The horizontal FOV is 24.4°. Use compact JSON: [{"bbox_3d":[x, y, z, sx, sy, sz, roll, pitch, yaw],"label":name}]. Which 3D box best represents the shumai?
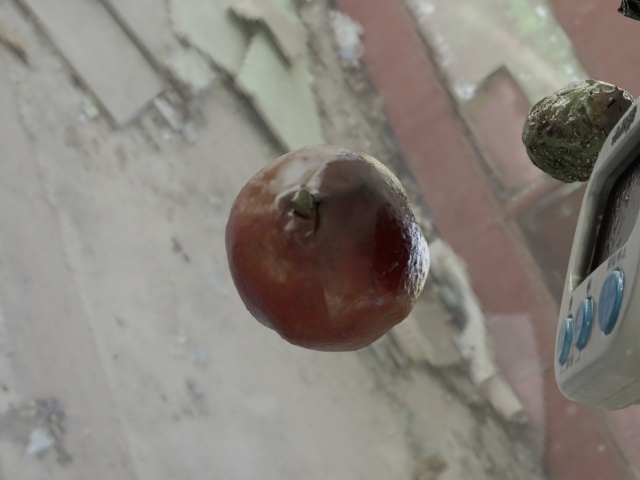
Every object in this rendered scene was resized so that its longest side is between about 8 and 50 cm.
[{"bbox_3d":[0.267,-0.112,1.466,0.099,0.123,0.087,60,-6,1],"label":"shumai"}]

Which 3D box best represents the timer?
[{"bbox_3d":[0.253,0.005,1.129,0.262,0.087,0.237,109,-3,-74],"label":"timer"}]

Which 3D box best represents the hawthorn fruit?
[{"bbox_3d":[0.000,0.000,1.161,0.188,0.169,0.169,52,16,-58],"label":"hawthorn fruit"}]

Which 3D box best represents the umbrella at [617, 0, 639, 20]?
[{"bbox_3d":[0.160,-0.087,0.670,0.149,0.022,0.022,52,2,-10],"label":"umbrella"}]
